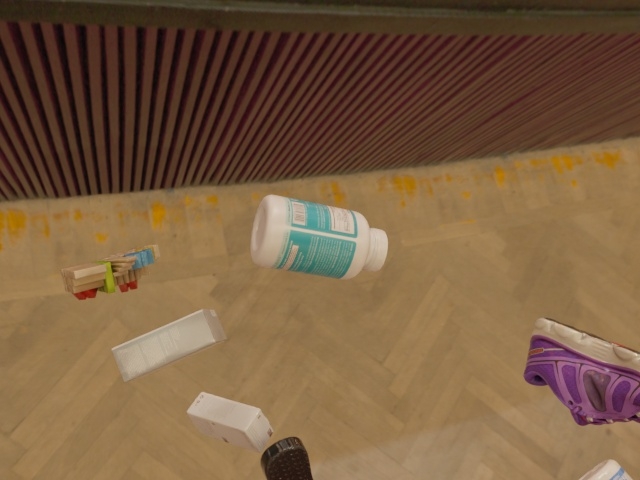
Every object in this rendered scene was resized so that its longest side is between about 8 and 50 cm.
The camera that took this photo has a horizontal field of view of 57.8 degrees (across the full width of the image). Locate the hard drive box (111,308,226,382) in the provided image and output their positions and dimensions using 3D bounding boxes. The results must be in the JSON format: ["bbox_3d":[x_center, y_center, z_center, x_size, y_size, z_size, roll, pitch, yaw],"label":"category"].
[{"bbox_3d":[-0.364,0.256,1.431,0.232,0.181,0.089,-23,83,-5],"label":"hard drive box"}]

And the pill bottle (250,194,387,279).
[{"bbox_3d":[0.000,0.000,1.185,0.264,0.146,0.146,11,76,-19],"label":"pill bottle"}]

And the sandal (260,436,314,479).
[{"bbox_3d":[-0.094,0.709,1.693,0.168,0.107,0.445,-16,126,-21],"label":"sandal"}]

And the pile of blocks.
[{"bbox_3d":[-0.557,0.098,1.637,0.362,0.149,0.112,-26,110,-63],"label":"pile of blocks"}]

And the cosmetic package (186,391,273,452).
[{"bbox_3d":[-0.264,0.528,1.688,0.085,0.231,0.117,-54,135,-37],"label":"cosmetic package"}]

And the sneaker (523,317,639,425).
[{"bbox_3d":[0.222,0.114,0.431,0.068,0.170,0.071,20,91,-24],"label":"sneaker"}]

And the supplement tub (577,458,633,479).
[{"bbox_3d":[0.325,0.298,0.618,0.071,0.071,0.107,-29,62,-22],"label":"supplement tub"}]
